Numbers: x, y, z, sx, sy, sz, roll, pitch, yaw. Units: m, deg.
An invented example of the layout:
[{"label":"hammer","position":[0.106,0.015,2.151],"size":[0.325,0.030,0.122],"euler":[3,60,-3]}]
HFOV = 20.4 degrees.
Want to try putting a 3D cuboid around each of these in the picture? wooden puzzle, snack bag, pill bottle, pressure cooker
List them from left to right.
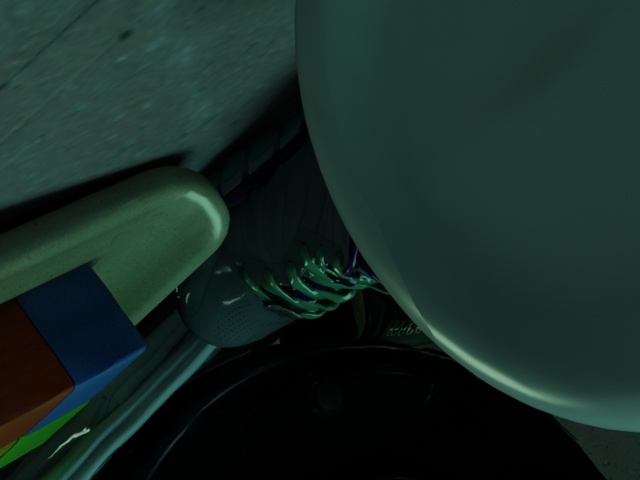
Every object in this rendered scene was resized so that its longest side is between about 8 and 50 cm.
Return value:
[{"label":"wooden puzzle","position":[-0.223,0.114,0.729],"size":[0.348,0.080,0.322],"euler":[-22,166,-49]},{"label":"snack bag","position":[-0.178,0.148,0.940],"size":[0.323,0.037,0.342],"euler":[-40,-174,45]},{"label":"pressure cooker","position":[-0.036,0.271,1.074],"size":[0.370,0.375,0.420],"euler":[-12,166,-30]},{"label":"pill bottle","position":[0.182,-0.093,0.612],"size":[0.363,0.210,0.210],"euler":[-24,167,-42]}]

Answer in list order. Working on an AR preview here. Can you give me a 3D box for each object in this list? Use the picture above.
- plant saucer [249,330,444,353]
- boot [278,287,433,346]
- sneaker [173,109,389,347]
[{"label":"plant saucer","position":[0.018,0.082,1.368],"size":[0.199,0.036,0.198],"euler":[-21,149,-14]},{"label":"boot","position":[0.051,0.040,1.151],"size":[0.137,0.076,0.198],"euler":[-4,178,-10]},{"label":"sneaker","position":[0.000,0.000,0.778],"size":[0.083,0.098,0.223],"euler":[18,135,-26]}]
